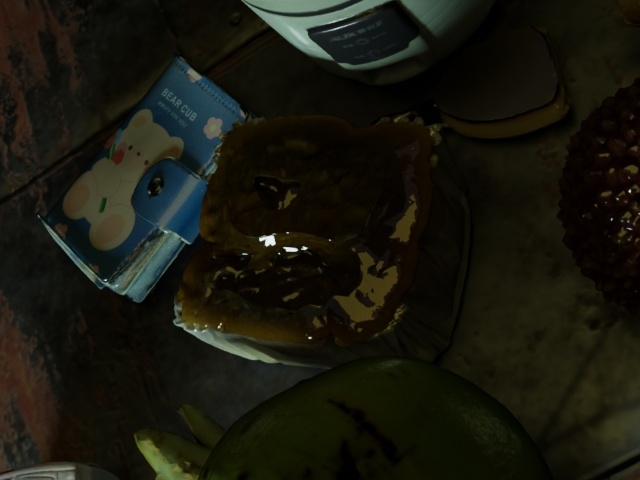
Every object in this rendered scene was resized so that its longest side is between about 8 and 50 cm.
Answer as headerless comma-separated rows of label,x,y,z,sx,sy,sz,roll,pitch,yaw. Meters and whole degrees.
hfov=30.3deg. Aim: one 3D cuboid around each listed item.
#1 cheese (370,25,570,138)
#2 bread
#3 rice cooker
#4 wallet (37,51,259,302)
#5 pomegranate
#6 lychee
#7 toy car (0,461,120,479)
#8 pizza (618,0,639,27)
cheese,0.115,-0.110,0.949,0.162,0.036,0.086,-19,68,20
bread,0.001,0.000,0.923,0.210,0.110,0.192,5,73,28
rice cooker,0.026,-0.250,0.921,0.226,0.244,0.226,-9,69,23
wallet,-0.145,-0.054,1.045,0.202,0.059,0.141,-51,52,0
pomegranate,0.007,0.196,0.782,0.341,0.260,0.260,15,79,33
lychee,0.243,-0.032,0.781,0.188,0.188,0.188,-9,69,23
toy car,-0.213,0.282,0.941,0.108,0.089,0.209,-14,63,16
pizza,0.316,-0.131,0.810,0.246,0.127,0.058,33,81,16
